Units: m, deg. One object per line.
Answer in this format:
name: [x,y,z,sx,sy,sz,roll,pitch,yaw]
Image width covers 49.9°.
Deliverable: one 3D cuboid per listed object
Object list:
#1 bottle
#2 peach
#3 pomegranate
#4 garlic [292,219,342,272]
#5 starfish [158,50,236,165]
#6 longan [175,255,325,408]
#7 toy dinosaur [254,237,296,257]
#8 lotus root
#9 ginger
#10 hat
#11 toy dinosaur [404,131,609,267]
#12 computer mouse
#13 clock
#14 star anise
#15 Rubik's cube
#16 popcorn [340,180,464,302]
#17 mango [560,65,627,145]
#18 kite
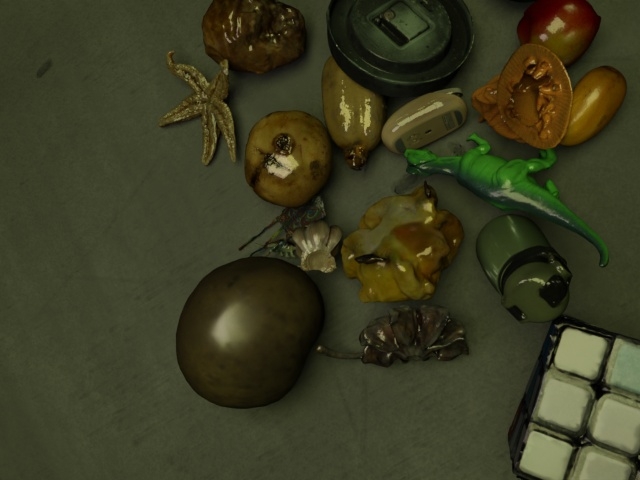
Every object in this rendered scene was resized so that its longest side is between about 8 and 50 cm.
bottle: [0.463,0.065,1.565,0.168,0.347,0.169,1,111,2]
peach: [0.588,-0.520,1.698,0.197,0.197,0.198,-2,83,15]
pomegranate: [-0.083,-0.217,1.814,0.260,0.260,0.261,-2,83,15]
garlic: [0.000,0.000,1.794,0.131,0.194,0.127,-6,107,11]
starfish: [-0.329,-0.395,1.959,0.375,0.094,0.327,48,127,14]
longan: [-0.178,0.230,1.739,0.336,0.404,0.405,26,91,53]
toy dinosaur: [-0.104,0.022,1.898,0.180,0.037,0.058,2,61,9]
lotus root: [0.091,-0.348,1.830,0.169,0.151,0.343,-4,82,-1]
ginger: [-0.200,-0.570,1.920,0.223,0.269,0.201,-2,71,56]
hat: [0.465,-0.321,1.705,0.233,0.233,0.244,-31,94,-22]
toy dinosaur: [0.414,-0.107,1.606,0.374,0.500,0.144,-1,125,-4]
computer mouse: [0.267,-0.310,1.779,0.236,0.145,0.082,-28,62,12]
clock: [0.203,-0.542,1.782,0.386,0.076,0.386,3,67,-6]
star anise: [0.205,0.226,1.696,0.359,0.316,0.139,12,50,-20]
Rubik's cube: [0.629,0.372,1.495,0.363,0.359,0.362,17,86,14]
popcorn: [0.209,0.031,1.704,0.315,0.281,0.297,-27,45,3]
mango: [0.654,-0.322,1.676,0.112,0.145,0.219,40,97,32]
kite: [-0.107,-0.032,1.889,0.285,0.015,0.152,-38,43,11]
